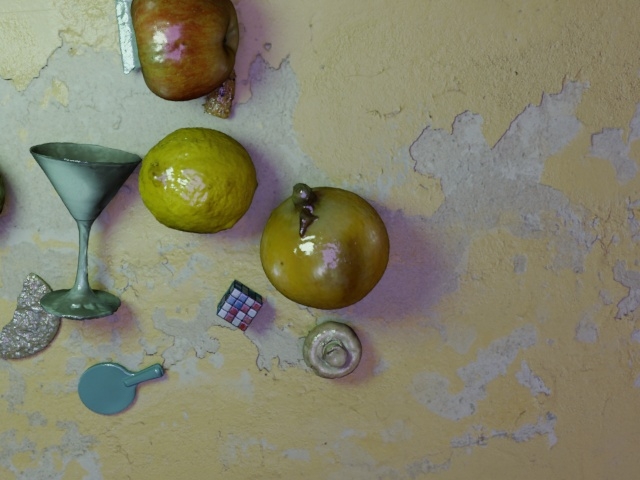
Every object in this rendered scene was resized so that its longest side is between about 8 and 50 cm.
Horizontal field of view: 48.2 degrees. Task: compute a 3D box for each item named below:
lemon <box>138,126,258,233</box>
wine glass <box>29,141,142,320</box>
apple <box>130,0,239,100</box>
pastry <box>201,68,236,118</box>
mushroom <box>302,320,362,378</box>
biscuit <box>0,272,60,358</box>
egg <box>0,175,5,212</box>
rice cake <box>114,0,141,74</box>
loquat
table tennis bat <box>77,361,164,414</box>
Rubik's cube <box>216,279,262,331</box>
[{"bbox_3d":[-0.297,-0.145,1.777,0.321,0.268,0.268,13,102,-48],"label":"lemon"},{"bbox_3d":[-0.588,-0.026,1.784,0.267,0.267,0.406,5,106,-8],"label":"wine glass"},{"bbox_3d":[-0.311,-0.479,1.684,0.249,0.277,0.310,-9,67,-12],"label":"apple"},{"bbox_3d":[-0.257,-0.388,1.840,0.079,0.056,0.140,17,105,-3],"label":"pastry"},{"bbox_3d":[0.032,0.306,1.977,0.166,0.127,0.166,0,103,0],"label":"mushroom"},{"bbox_3d":[-0.769,0.220,1.914,0.133,0.032,0.250,26,96,-12],"label":"biscuit"},{"bbox_3d":[-0.910,-0.101,1.731,0.289,0.238,0.238,-30,104,19],"label":"egg"},{"bbox_3d":[-0.470,-0.521,1.782,0.069,0.063,0.207,-7,103,-10],"label":"rice cake"},{"bbox_3d":[0.000,0.000,1.801,0.328,0.328,0.360,-26,130,-1],"label":"loquat"},{"bbox_3d":[-0.550,0.395,1.973,0.244,0.040,0.153,-20,104,2],"label":"table tennis bat"},{"bbox_3d":[-0.219,0.175,1.937,0.092,0.092,0.092,33,96,-11],"label":"Rubik's cube"}]
